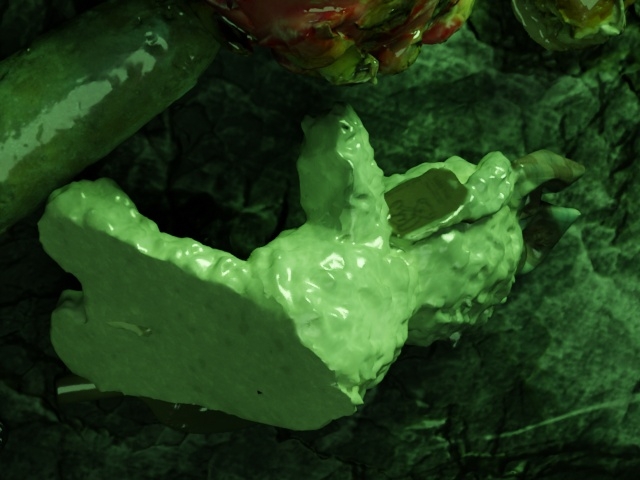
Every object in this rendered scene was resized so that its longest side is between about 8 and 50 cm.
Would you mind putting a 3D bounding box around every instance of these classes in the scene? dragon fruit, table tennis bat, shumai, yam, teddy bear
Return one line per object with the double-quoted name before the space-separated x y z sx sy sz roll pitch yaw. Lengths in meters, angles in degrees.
"dragon fruit" 0.024 -0.263 1.483 0.291 0.250 0.269 0 133 -47
"table tennis bat" -0.135 0.129 1.734 0.234 0.022 0.131 -5 114 -12
"shumai" 0.238 -0.224 1.612 0.146 0.116 0.145 -5 112 -12
"yam" -0.232 -0.108 1.564 0.330 0.133 0.133 -34 114 -1
"teddy bear" 0.000 0.000 1.647 0.375 0.362 0.327 20 135 18

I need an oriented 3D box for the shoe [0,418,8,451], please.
"shoe" -0.364 0.170 1.685 0.159 0.053 0.062 21 110 -21
